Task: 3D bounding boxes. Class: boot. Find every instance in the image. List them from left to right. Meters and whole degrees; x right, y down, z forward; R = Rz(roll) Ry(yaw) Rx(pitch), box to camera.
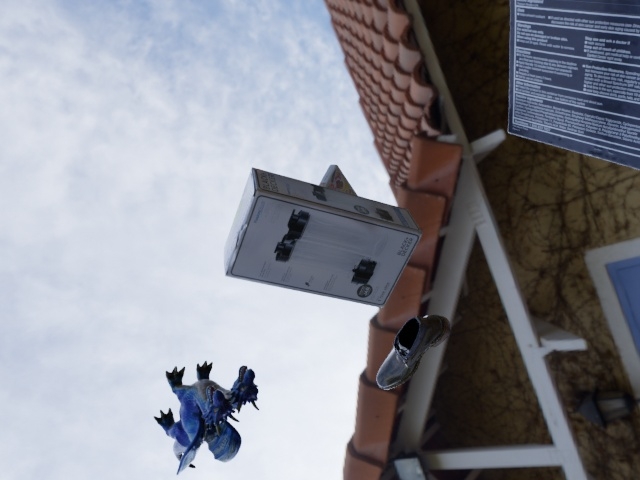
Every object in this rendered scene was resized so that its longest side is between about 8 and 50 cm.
[{"bbox_3d":[0.173,0.236,1.222,0.106,0.219,0.082,19,-155,-48],"label":"boot"}]

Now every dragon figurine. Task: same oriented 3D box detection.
[{"bbox_3d":[-0.169,0.273,0.804,0.085,0.289,0.144,-1,-148,-36],"label":"dragon figurine"}]

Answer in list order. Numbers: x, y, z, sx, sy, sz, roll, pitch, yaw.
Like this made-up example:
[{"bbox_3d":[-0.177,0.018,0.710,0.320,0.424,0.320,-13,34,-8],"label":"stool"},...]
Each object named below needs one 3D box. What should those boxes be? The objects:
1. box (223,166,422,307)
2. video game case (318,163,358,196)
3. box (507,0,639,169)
[{"bbox_3d":[0.000,0.000,0.949,0.290,0.169,0.087,12,-151,-19],"label":"box"},{"bbox_3d":[0.038,-0.023,1.301,0.227,0.026,0.206,51,-122,-42],"label":"video game case"},{"bbox_3d":[0.488,-0.311,0.949,0.183,0.296,0.293,-32,-50,-24],"label":"box"}]
